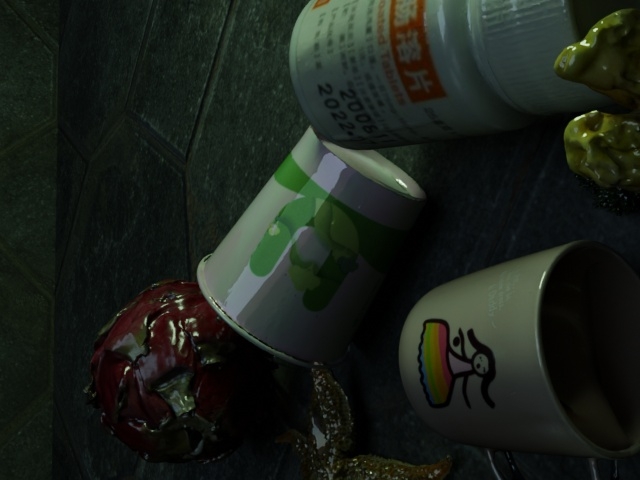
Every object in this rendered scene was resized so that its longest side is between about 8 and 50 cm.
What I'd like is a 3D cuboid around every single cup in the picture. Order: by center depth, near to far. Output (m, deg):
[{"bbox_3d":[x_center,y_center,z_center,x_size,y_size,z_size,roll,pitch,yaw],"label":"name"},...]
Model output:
[{"bbox_3d":[0.203,0.145,0.685,0.200,0.191,0.253,-22,72,53],"label":"cup"},{"bbox_3d":[0.000,0.000,0.965,0.274,0.253,0.253,-56,42,18],"label":"cup"}]

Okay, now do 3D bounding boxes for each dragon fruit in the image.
[{"bbox_3d":[-0.229,0.218,1.166,0.329,0.329,0.330,-16,71,52],"label":"dragon fruit"}]

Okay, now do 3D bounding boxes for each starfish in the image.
[{"bbox_3d":[0.023,0.291,0.986,0.294,0.084,0.302,57,131,41],"label":"starfish"}]

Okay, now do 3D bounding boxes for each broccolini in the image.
[{"bbox_3d":[0.318,-0.124,0.686,0.074,0.058,0.201,32,110,45],"label":"broccolini"}]

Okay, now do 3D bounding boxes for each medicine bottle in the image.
[{"bbox_3d":[0.150,-0.217,0.753,0.371,0.211,0.211,0,83,51],"label":"medicine bottle"}]

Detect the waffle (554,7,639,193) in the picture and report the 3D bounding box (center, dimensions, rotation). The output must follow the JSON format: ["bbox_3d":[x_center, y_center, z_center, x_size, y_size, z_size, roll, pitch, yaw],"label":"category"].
[{"bbox_3d":[0.345,-0.086,0.471,0.324,0.261,0.151,19,106,57],"label":"waffle"}]
